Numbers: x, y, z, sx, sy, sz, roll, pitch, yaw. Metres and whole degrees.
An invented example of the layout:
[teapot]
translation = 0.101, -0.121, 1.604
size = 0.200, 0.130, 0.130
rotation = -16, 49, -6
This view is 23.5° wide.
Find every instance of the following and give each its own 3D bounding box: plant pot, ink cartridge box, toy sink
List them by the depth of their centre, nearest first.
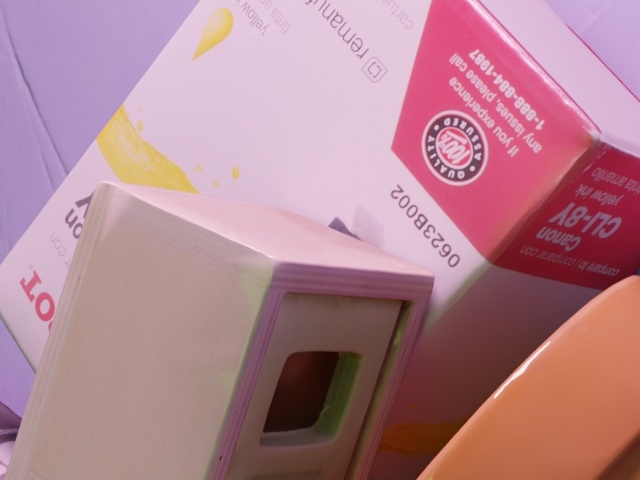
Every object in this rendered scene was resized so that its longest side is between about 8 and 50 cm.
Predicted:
[plant pot]
translation = 0.146, 0.190, 0.769
size = 0.203, 0.291, 0.291
rotation = 39, 108, 17
[toy sink]
translation = -0.056, 0.103, 0.799
size = 0.131, 0.153, 0.234
rotation = 24, 99, 33
[ink cartridge box]
translation = 0.000, 0.000, 0.962
size = 0.384, 0.160, 0.279
rotation = -50, 59, 21

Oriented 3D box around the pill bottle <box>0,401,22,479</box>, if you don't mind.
[pill bottle]
translation = -0.256, 0.223, 1.100
size = 0.361, 0.204, 0.204
rotation = 28, 100, 36
